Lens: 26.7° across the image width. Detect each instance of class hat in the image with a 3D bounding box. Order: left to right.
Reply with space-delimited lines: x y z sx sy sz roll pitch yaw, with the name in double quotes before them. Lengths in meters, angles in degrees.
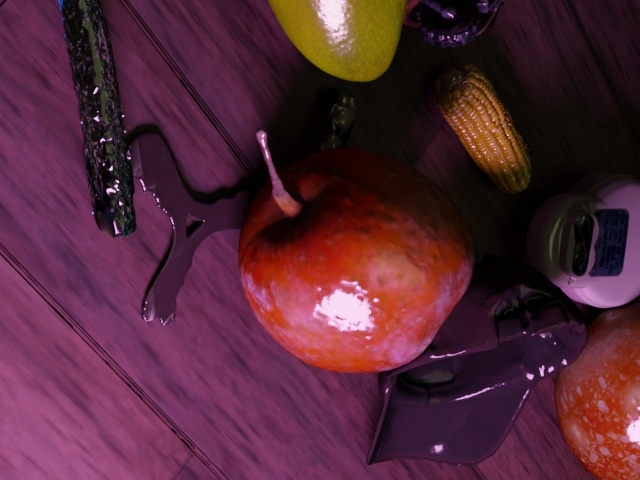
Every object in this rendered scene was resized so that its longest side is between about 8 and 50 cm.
"hat" 0.146 0.114 1.587 0.238 0.209 0.336 3 138 -30

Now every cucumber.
"cucumber" -0.206 -0.126 1.254 0.044 0.043 0.256 -22 114 -37

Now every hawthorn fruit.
"hawthorn fruit" 0.020 0.017 1.390 0.263 0.231 0.235 22 105 -5

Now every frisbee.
"frisbee" -0.142 -0.004 1.367 0.211 0.012 0.187 27 83 -44

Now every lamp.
"lamp" 0.352 -0.003 1.758 0.246 0.108 0.179 -1 97 -41

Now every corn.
"corn" 0.199 -0.132 1.611 0.072 0.072 0.203 -55 132 -17

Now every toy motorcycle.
"toy motorcycle" 0.152 -0.289 1.509 0.212 0.118 0.084 -51 147 -37

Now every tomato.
"tomato" 0.435 0.190 1.793 0.270 0.270 0.222 -35 92 -32

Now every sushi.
"sushi" 0.017 -0.121 1.459 0.046 0.044 0.083 25 85 -43

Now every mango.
"mango" 0.020 -0.323 1.324 0.192 0.156 0.343 -8 113 -2
